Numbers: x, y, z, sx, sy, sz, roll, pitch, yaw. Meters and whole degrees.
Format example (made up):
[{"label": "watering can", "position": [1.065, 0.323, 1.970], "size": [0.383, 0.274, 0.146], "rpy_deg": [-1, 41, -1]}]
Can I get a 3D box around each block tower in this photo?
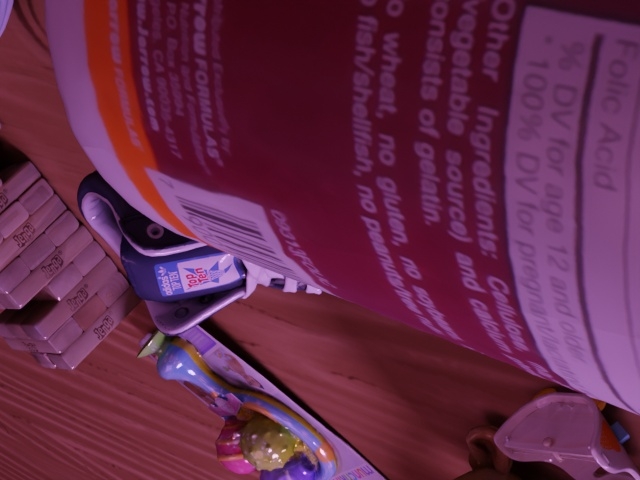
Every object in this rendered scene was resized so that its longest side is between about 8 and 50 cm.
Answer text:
[{"label": "block tower", "position": [-0.290, -0.046, 1.091], "size": [0.091, 0.097, 0.335], "rpy_deg": [-3, 128, 53]}]

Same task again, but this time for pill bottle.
[{"label": "pill bottle", "position": [0.122, -0.056, 0.407], "size": [0.392, 0.224, 0.224], "rpy_deg": [19, 145, 36]}]

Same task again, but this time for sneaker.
[{"label": "sneaker", "position": [0.000, 0.000, 0.719], "size": [0.282, 0.153, 0.099], "rpy_deg": [27, 150, 26]}]

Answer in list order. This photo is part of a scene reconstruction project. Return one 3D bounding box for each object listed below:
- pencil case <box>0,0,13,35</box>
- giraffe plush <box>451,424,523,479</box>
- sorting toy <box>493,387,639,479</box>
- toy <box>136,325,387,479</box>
[{"label": "pencil case", "position": [-0.331, -0.189, 0.905], "size": [0.273, 0.124, 0.113], "rpy_deg": [25, 148, 30]}, {"label": "giraffe plush", "position": [0.127, 0.216, 0.886], "size": [0.170, 0.181, 0.210], "rpy_deg": [46, -158, 30]}, {"label": "sorting toy", "position": [0.162, 0.128, 0.823], "size": [0.075, 0.045, 0.083], "rpy_deg": [46, 153, -24]}, {"label": "toy", "position": [-0.058, 0.161, 1.132], "size": [0.237, 0.056, 0.137], "rpy_deg": [43, 154, -3]}]
